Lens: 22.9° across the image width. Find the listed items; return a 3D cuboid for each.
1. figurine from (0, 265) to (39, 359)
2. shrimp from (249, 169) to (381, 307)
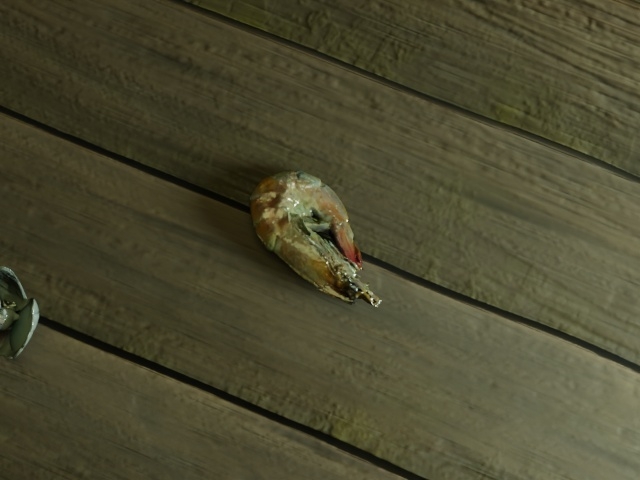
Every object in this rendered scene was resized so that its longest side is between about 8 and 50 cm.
[{"bbox_3d":[-0.344,0.074,1.654,0.086,0.094,0.082,28,31,-19],"label":"figurine"},{"bbox_3d":[0.000,0.000,1.694,0.101,0.042,0.190,-36,75,-18],"label":"shrimp"}]
